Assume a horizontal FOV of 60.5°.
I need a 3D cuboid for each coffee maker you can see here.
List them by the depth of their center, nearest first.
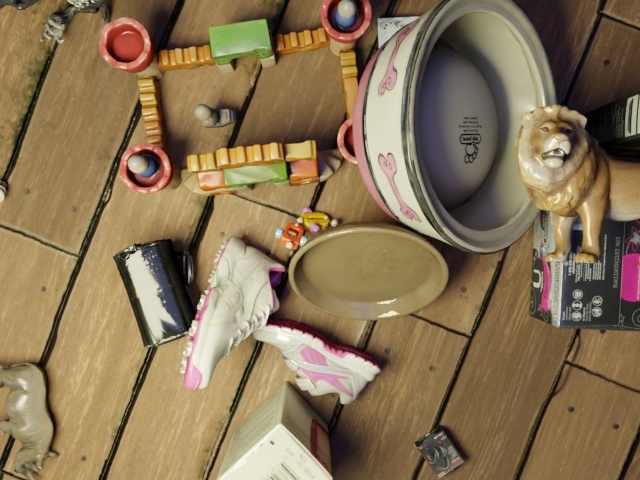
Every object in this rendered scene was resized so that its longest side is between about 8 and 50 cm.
[{"bbox_3d":[-0.298,0.097,0.983,0.120,0.171,0.178,-20,89,16],"label":"coffee maker"}]

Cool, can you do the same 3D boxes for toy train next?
[{"bbox_3d":[0.000,0.000,1.022,0.167,0.125,0.046,17,130,-4],"label":"toy train"}]

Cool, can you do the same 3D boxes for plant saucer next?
[{"bbox_3d":[0.083,0.056,0.970,0.278,0.277,0.041,5,51,-1],"label":"plant saucer"}]

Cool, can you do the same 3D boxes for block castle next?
[{"bbox_3d":[-0.127,-0.243,0.955,0.454,0.213,0.302,-8,92,-1],"label":"block castle"}]

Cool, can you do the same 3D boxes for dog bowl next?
[{"bbox_3d":[0.223,-0.185,0.906,0.408,0.150,0.407,-4,97,-40],"label":"dog bowl"}]

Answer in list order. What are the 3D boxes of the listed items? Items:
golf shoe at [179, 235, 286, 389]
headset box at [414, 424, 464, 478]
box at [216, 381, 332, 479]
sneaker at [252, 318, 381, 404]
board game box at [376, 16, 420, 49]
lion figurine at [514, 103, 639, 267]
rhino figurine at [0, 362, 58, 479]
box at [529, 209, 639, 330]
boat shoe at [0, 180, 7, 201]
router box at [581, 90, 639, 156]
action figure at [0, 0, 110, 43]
[{"bbox_3d":[-0.144,0.123,0.948,0.140,0.115,0.306,21,47,-8],"label":"golf shoe"},{"bbox_3d":[0.233,0.413,1.065,0.062,0.032,0.083,-34,90,0],"label":"headset box"},{"bbox_3d":[-0.075,0.371,0.961,0.149,0.232,0.127,-43,92,1],"label":"box"},{"bbox_3d":[-0.018,0.228,1.024,0.252,0.103,0.111,26,90,0],"label":"sneaker"},{"bbox_3d":[0.155,-0.379,1.049,0.090,0.020,0.090,-3,91,0],"label":"board game box"},{"bbox_3d":[0.492,-0.077,0.874,0.393,0.142,0.240,5,88,-9],"label":"lion figurine"},{"bbox_3d":[-0.560,0.344,1.038,0.107,0.073,0.243,-8,93,3],"label":"rhino figurine"},{"bbox_3d":[0.486,0.030,1.003,0.164,0.142,0.247,2,90,1],"label":"box"},{"bbox_3d":[-0.658,-0.089,1.042,0.125,0.038,0.046,-12,133,5],"label":"boat shoe"},{"bbox_3d":[0.652,-0.193,0.947,0.309,0.243,0.080,3,92,-1],"label":"router box"},{"bbox_3d":[-0.485,-0.440,0.977,0.276,0.164,0.140,4,54,5],"label":"action figure"}]
